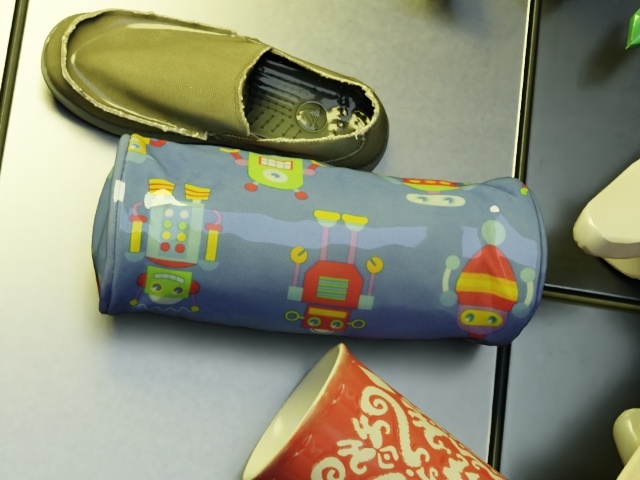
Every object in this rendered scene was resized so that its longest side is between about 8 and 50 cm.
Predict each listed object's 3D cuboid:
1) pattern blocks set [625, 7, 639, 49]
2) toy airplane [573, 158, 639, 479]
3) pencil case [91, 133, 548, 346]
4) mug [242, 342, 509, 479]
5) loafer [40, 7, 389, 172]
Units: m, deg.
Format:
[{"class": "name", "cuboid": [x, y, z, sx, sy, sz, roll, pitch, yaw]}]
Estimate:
[{"class": "pattern blocks set", "cuboid": [0.175, -0.294, 1.291, 0.285, 0.026, 0.325, -35, 85, -13]}, {"class": "toy airplane", "cuboid": [0.345, 0.075, 1.187, 0.386, 0.272, 0.384, -5, 40, -4]}, {"class": "pencil case", "cuboid": [0.000, 0.000, 1.184, 0.306, 0.119, 0.133, 5, 34, -9]}, {"class": "mug", "cuboid": [0.040, 0.172, 1.175, 0.169, 0.150, 0.113, 35, 37, -6]}, {"class": "loafer", "cuboid": [-0.067, -0.111, 1.213, 0.251, 0.087, 0.094, 12, 75, -8]}]
